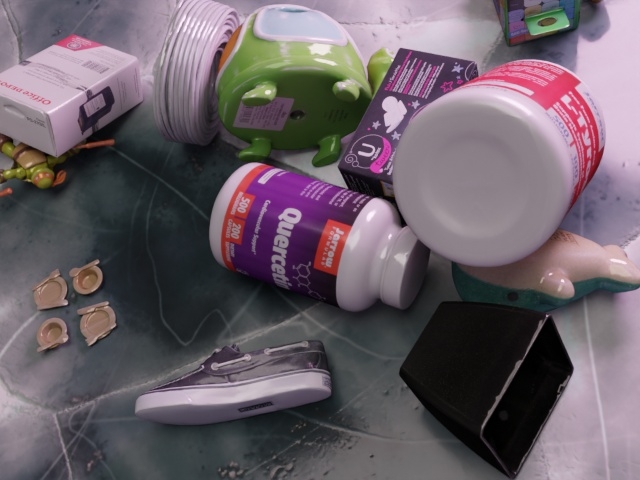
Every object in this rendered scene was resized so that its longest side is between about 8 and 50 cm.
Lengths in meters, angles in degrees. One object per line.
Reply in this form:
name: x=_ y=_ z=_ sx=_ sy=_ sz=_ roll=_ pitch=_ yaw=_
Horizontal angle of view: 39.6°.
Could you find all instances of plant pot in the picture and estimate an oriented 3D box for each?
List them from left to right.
plant pot: x=0.223 y=0.190 z=1.246 sx=0.167 sy=0.188 sz=0.187 roll=22 pitch=71 yaw=35

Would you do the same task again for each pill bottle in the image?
pill bottle: x=0.000 y=0.000 z=1.390 sx=0.323 sy=0.181 sz=0.181 roll=17 pitch=69 yaw=22
pill bottle: x=0.274 y=-0.131 z=1.261 sx=0.229 sy=0.229 sz=0.407 roll=17 pitch=25 yaw=21

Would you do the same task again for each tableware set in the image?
tableware set: x=-0.429 y=0.113 z=1.533 sx=0.141 sy=0.020 sz=0.169 roll=-21 pitch=61 yaw=3

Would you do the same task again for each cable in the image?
cable: x=-0.212 y=-0.293 z=1.556 sx=0.089 sy=0.257 sz=0.257 roll=13 pitch=59 yaw=6

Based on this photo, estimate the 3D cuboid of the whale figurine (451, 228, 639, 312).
whale figurine: x=0.328 y=0.055 z=1.318 sx=0.272 sy=0.141 sz=0.216 roll=4 pitch=24 yaw=-6

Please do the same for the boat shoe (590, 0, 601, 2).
boat shoe: x=0.473 y=-0.553 z=1.598 sx=0.098 sy=0.109 sz=0.302 roll=-18 pitch=55 yaw=6

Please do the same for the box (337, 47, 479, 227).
box: x=0.154 y=-0.161 z=1.444 sx=0.142 sy=0.163 sz=0.247 roll=19 pitch=69 yaw=26

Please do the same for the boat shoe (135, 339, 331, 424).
boat shoe: x=-0.136 y=0.211 z=1.362 sx=0.301 sy=0.108 sz=0.102 roll=-12 pitch=62 yaw=5

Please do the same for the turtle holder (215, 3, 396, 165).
turtle holder: x=-0.019 y=-0.284 z=1.504 sx=0.320 sy=0.243 sz=0.227 roll=-13 pitch=61 yaw=8

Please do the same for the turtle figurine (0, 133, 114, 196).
turtle figurine: x=-0.535 y=-0.164 z=1.664 sx=0.269 sy=0.087 sz=0.217 roll=-29 pitch=55 yaw=-17

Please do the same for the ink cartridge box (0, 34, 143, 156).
ink cartridge box: x=-0.474 y=-0.272 z=1.644 sx=0.172 sy=0.100 sz=0.237 roll=23 pitch=45 yaw=23

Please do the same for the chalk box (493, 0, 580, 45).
chalk box: x=0.374 y=-0.436 z=1.548 sx=0.132 sy=0.132 sz=0.213 roll=-12 pitch=62 yaw=7
